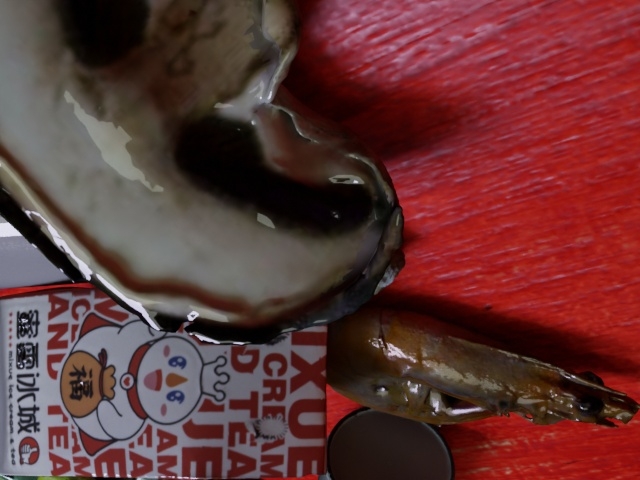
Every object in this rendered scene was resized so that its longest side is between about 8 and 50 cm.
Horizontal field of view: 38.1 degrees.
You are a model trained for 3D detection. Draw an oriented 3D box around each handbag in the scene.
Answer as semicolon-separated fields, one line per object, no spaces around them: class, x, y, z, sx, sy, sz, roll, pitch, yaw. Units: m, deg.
handbag;-0.126;0.114;0.792;0.298;0.171;0.151;-7;171;28

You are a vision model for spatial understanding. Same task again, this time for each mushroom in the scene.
mushroom;-0.100;-0.085;0.628;0.344;0.130;0.247;35;92;-12

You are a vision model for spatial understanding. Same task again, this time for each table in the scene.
table;0.052;0.278;0.938;0.127;0.126;0.220;17;136;7

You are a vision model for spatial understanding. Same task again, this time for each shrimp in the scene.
shrimp;0.124;0.130;0.809;0.287;0.063;0.152;14;139;14

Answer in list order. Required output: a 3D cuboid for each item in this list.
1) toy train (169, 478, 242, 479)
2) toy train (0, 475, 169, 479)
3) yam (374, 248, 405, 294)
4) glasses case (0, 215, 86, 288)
toy train;-0.056;0.427;1.114;0.369;0.163;0.231;23;145;-1
toy train;-0.291;0.209;0.995;0.272;0.159;0.188;26;143;-4
yam;0.000;0.000;0.740;0.132;0.054;0.054;30;136;-7
glasses case;-0.219;-0.013;0.786;0.308;0.083;0.128;-4;151;8
